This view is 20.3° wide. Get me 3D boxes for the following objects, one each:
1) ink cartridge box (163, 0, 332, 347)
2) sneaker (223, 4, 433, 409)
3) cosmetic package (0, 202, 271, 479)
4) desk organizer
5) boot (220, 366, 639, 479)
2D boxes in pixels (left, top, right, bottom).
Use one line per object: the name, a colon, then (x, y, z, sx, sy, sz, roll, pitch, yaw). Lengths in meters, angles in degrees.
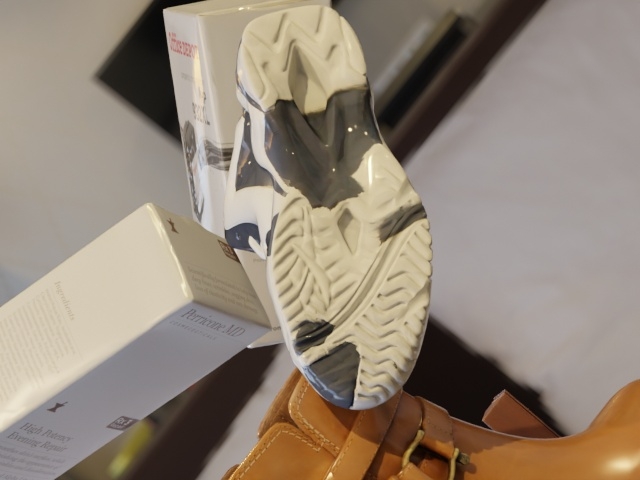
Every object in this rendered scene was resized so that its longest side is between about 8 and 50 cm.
ink cartridge box: (-0.053, -0.076, 1.687, 0.129, 0.307, 0.223, -10, 11, -11)
sneaker: (0.000, 0.000, 1.026, 0.094, 0.235, 0.153, -16, -21, -10)
cosmetic package: (-0.161, 0.080, 1.212, 0.231, 0.085, 0.117, -34, -25, 16)
desk organizer: (0.255, 0.248, 2.187, 0.050, 0.130, 0.047, -48, -3, -21)
boot: (0.078, 0.129, 1.010, 0.283, 0.220, 0.109, -50, -1, -29)
